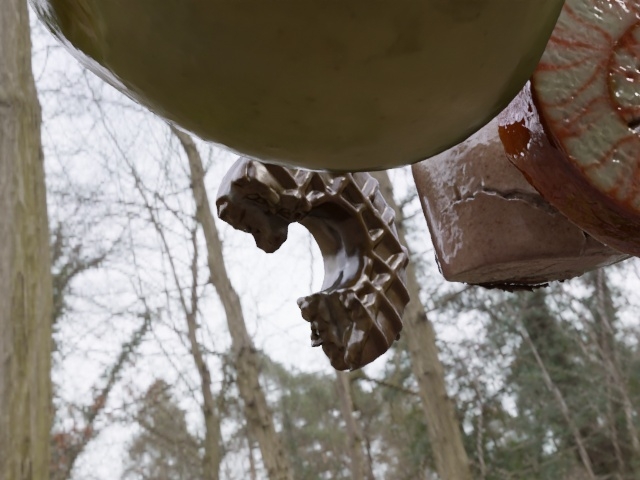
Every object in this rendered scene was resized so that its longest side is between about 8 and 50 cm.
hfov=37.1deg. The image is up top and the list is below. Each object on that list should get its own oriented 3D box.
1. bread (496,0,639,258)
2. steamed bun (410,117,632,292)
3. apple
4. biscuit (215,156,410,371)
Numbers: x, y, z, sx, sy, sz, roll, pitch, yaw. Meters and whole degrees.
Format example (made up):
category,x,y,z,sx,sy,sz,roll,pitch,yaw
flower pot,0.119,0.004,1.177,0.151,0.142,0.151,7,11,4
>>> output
category,x,y,z,sx,sy,sz,roll,pitch,yaw
bread,0.355,-0.136,1.052,0.295,0.328,0.114,-38,-8,-21
steamed bun,0.289,-0.061,1.260,0.301,0.252,0.199,-5,-6,-19
apple,-0.015,-0.280,0.805,0.473,0.474,0.474,-10,-43,-9
biscuit,0.012,-0.003,1.406,0.115,0.268,0.366,-18,-66,40
